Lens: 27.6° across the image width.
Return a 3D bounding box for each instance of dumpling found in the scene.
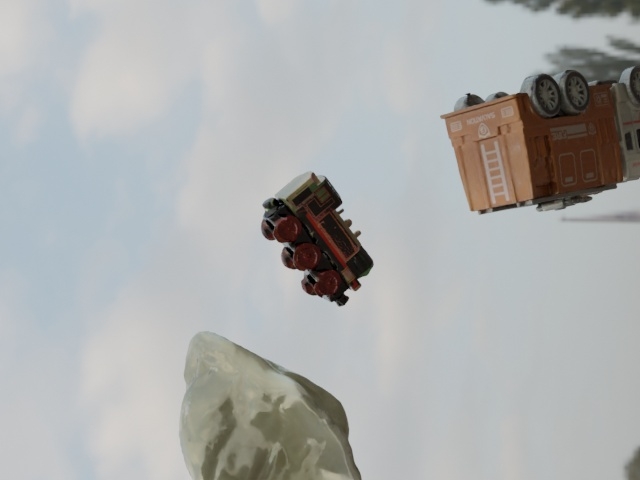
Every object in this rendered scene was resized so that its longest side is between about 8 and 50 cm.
[{"bbox_3d":[-0.055,0.249,1.573,0.318,0.243,0.187,48,-115,-6],"label":"dumpling"}]

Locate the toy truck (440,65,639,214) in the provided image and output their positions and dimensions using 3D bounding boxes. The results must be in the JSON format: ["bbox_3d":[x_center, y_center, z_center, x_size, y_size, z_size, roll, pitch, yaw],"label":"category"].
[{"bbox_3d":[0.386,-0.155,2.074,0.387,0.173,0.207,-11,-91,-42],"label":"toy truck"}]

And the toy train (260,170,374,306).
[{"bbox_3d":[0.000,0.000,1.346,0.087,0.050,0.138,-40,-73,-11],"label":"toy train"}]
